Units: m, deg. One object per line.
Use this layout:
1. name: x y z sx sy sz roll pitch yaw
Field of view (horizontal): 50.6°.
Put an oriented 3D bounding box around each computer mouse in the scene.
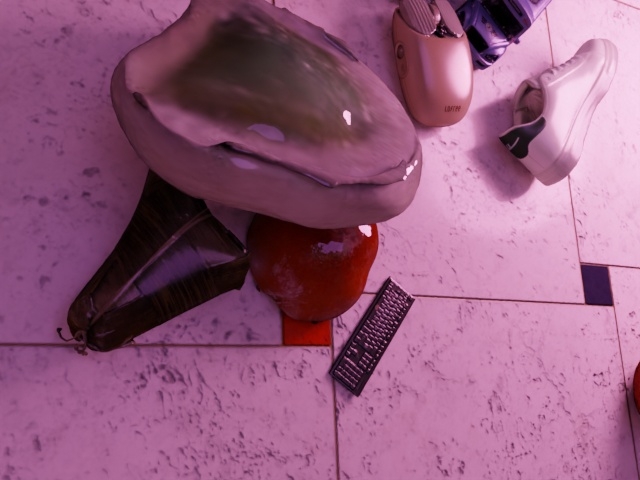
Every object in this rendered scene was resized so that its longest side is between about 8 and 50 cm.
1. computer mouse: 0.203 -0.320 1.205 0.145 0.082 0.237 -6 87 -31

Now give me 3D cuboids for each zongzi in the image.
1. zongzi: -0.250 0.004 0.872 0.247 0.111 0.241 -29 74 -26

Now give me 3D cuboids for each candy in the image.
1. candy: -0.056 -0.159 0.925 0.426 0.186 0.386 21 42 -10

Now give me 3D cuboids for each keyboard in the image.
1. keyboard: 0.085 0.148 1.063 0.063 0.010 0.198 42 60 -12

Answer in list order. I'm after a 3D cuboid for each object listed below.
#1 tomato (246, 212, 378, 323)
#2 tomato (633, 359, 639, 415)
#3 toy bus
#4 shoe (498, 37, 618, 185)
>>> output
1. tomato: 0.000 0.000 0.999 0.199 0.112 0.228 13 68 -25
2. tomato: 0.676 0.282 1.293 0.233 0.139 0.200 49 60 -50
3. toy bus: 0.371 -0.464 1.319 0.125 0.133 0.292 48 59 -11
4. shoe: 0.460 -0.289 1.334 0.160 0.132 0.363 34 66 -12
